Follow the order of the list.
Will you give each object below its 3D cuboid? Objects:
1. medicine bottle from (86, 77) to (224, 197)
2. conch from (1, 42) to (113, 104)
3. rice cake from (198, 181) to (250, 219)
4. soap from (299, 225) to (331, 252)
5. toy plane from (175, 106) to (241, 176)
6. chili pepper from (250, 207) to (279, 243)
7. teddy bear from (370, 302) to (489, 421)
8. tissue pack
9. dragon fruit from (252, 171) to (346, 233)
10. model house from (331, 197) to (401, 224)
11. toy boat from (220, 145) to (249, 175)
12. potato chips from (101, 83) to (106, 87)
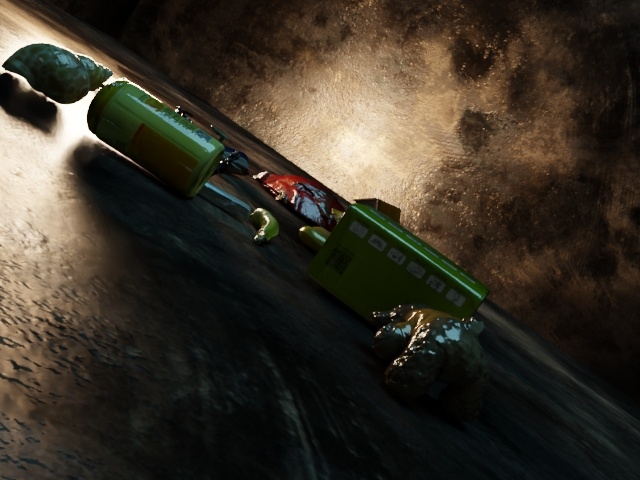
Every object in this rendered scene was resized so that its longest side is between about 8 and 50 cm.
[{"bbox_3d":[-0.294,-0.183,1.257,0.239,0.124,0.124,33,8,-1],"label":"medicine bottle"},{"bbox_3d":[-0.486,-0.309,1.312,0.173,0.106,0.116,19,-9,-6],"label":"conch"},{"bbox_3d":[-0.212,-0.094,1.360,0.180,0.030,0.042,31,12,-12],"label":"rice cake"},{"bbox_3d":[-0.001,0.001,1.603,0.089,0.045,0.140,33,8,13],"label":"soap"},{"bbox_3d":[-0.263,-0.197,1.574,0.155,0.106,0.381,40,7,-3],"label":"toy plane"},{"bbox_3d":[-0.102,-0.023,1.353,0.049,0.043,0.208,45,5,-17],"label":"chili pepper"},{"bbox_3d":[0.152,0.151,1.017,0.177,0.140,0.190,27,2,-28],"label":"teddy bear"},{"bbox_3d":[0.143,0.076,1.283,0.275,0.167,0.200,37,10,13],"label":"tissue pack"},{"bbox_3d":[0.001,-0.097,2.061,0.343,0.100,0.282,25,16,-45],"label":"dragon fruit"},{"bbox_3d":[0.162,-0.036,1.946,0.219,0.136,0.207,16,38,-57],"label":"model house"},{"bbox_3d":[-0.232,-0.205,1.877,0.229,0.080,0.046,17,53,-75],"label":"toy boat"},{"bbox_3d":[-0.590,-0.409,1.784,0.202,0.029,0.220,36,5,17],"label":"potato chips"}]
